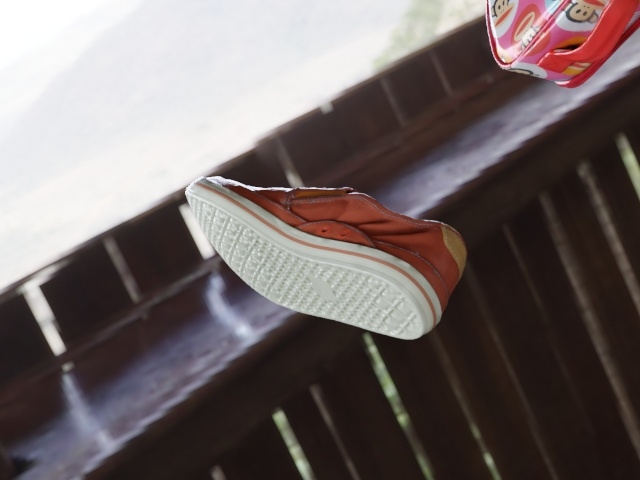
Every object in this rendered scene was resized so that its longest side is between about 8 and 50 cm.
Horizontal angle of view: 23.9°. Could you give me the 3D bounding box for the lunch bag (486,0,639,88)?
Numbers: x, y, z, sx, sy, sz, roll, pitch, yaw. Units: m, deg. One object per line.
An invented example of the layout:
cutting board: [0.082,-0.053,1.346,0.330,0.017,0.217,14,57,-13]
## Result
lunch bag: [0.276,-0.296,1.515,0.293,0.120,0.258,133,146,-50]

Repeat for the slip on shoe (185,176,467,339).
slip on shoe: [0.000,0.000,1.405,0.331,0.123,0.101,17,52,43]
